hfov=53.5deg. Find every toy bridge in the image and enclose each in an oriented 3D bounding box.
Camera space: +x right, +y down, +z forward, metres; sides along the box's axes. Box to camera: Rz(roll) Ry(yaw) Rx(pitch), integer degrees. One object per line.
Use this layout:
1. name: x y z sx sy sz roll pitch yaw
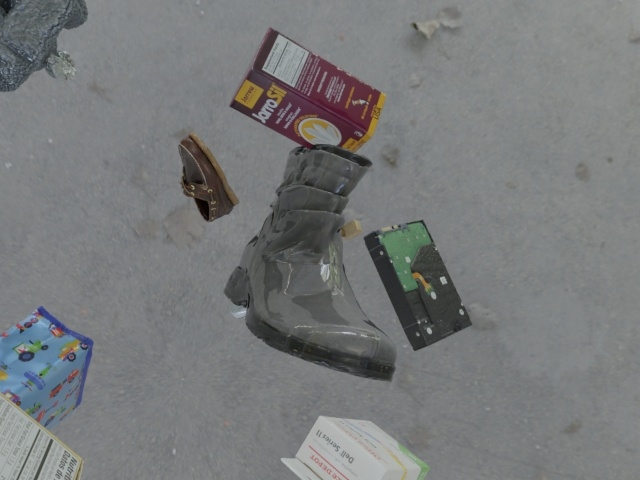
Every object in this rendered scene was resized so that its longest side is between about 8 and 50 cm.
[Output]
1. toy bridge: -0.009 -0.021 1.054 0.188 0.063 0.026 10 58 -49

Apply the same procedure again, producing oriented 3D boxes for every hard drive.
1. hard drive: 0.271 0.115 1.762 0.237 0.064 0.338 -13 76 -47

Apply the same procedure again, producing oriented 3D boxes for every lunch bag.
1. lunch bag: -0.533 0.305 1.140 0.138 0.293 0.221 30 42 16

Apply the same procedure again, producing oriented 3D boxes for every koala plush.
1. koala plush: -0.475 -0.317 0.976 0.196 0.221 0.203 27 91 -13

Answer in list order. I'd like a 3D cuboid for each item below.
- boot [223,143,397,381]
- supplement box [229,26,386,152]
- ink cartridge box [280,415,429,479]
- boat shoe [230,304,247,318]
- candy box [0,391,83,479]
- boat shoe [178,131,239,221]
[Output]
1. boot: 0.000 0.000 0.693 0.118 0.338 0.222 23 92 -31
2. supplement box: -0.018 -0.197 0.894 0.188 0.104 0.080 26 62 -15
3. ink cartridge box: 0.088 0.512 1.460 0.207 0.353 0.119 31 91 33
4. boat shoe: -0.110 0.137 1.567 0.226 0.083 0.075 -33 115 -1
5. candy box: -0.225 0.095 0.307 0.109 0.053 0.186 -32 114 12
6. boat shoe: -0.191 -0.093 1.037 0.073 0.207 0.073 -37 62 -10
